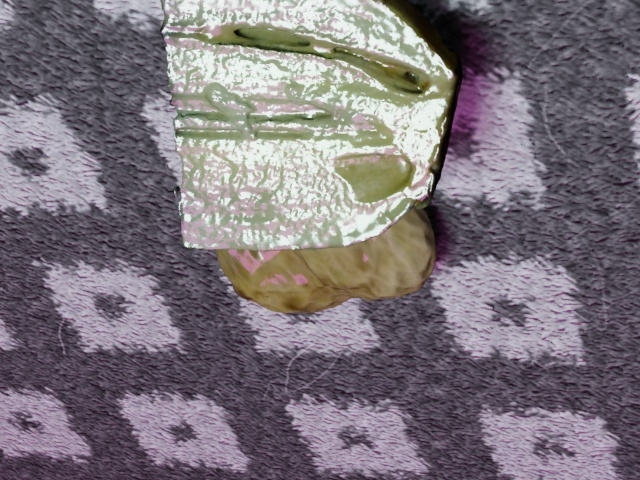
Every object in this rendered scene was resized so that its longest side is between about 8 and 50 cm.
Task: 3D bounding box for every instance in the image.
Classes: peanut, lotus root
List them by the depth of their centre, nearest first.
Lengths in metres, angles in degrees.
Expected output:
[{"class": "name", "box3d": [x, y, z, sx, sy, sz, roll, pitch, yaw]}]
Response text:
[{"class": "lotus root", "box3d": [0.003, -0.137, 1.314, 0.260, 0.149, 0.267, 0, 109, 12]}, {"class": "peanut", "box3d": [0.000, 0.000, 1.491, 0.233, 0.110, 0.197, -14, 131, 34]}]
